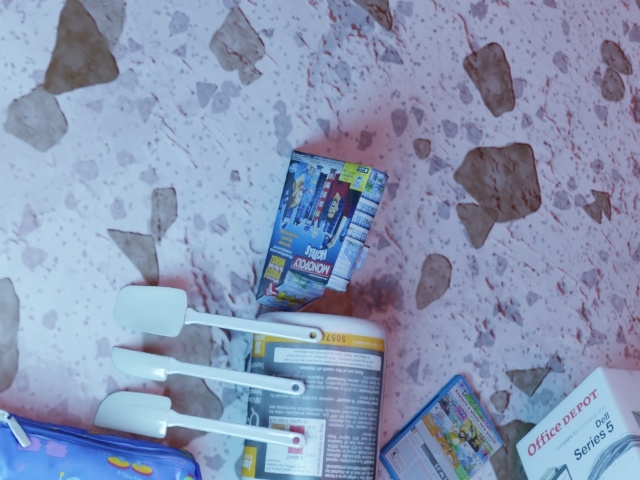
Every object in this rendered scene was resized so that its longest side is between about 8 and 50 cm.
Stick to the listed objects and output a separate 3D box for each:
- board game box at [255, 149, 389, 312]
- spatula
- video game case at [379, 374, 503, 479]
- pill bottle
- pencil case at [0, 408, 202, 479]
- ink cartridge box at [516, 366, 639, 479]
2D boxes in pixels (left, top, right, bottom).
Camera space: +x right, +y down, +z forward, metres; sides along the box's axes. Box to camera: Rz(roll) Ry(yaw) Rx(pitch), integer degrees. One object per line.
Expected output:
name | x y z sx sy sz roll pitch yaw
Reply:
board game box | 0.000 0.000 1.650 0.060 0.194 0.194 20 90 -30
spatula | -0.124 0.144 1.546 0.242 0.019 0.168 8 75 10
video game case | 0.159 0.273 1.812 0.166 0.015 0.119 -40 107 -29
pill bottle | -0.009 0.228 1.615 0.162 0.162 0.278 10 80 -32
pencil case | -0.267 0.250 1.465 0.306 0.133 0.119 21 34 -31
ink cartridge box | 0.387 0.329 1.782 0.115 0.198 0.273 10 45 -32
